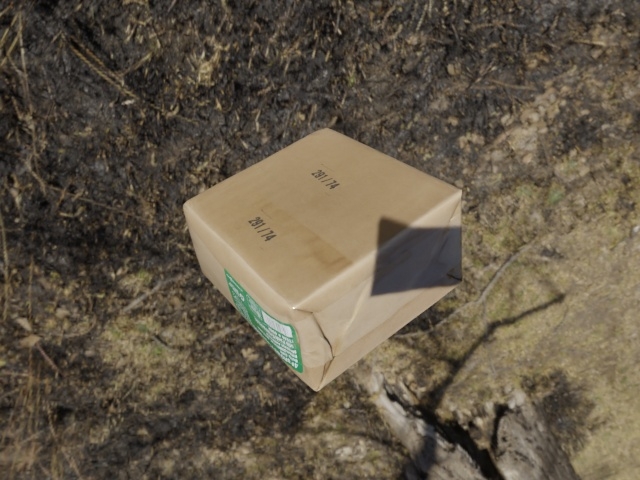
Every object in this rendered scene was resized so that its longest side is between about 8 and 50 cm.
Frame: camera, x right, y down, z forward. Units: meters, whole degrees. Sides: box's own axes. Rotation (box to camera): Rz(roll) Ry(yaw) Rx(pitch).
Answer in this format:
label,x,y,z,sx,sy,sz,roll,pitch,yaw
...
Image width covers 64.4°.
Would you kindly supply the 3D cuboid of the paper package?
label,x,y,z,sx,sy,sz,roll,pitch,yaw
paper package,0.000,0.000,0.763,0.309,0.324,0.168,-33,133,-22
